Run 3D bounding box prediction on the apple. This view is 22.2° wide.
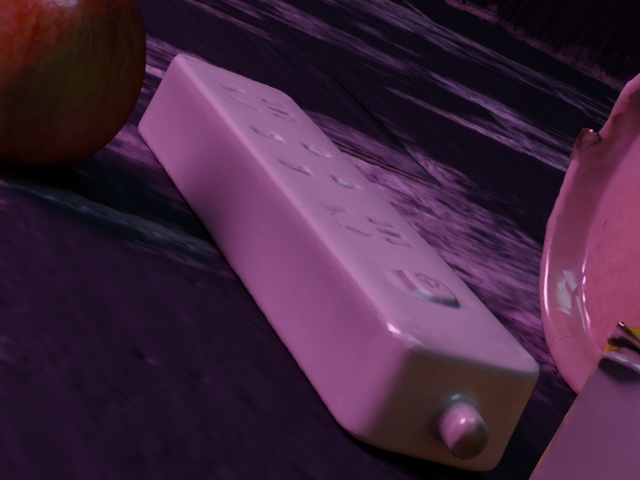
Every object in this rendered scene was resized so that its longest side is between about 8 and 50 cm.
[{"bbox_3d":[-0.145,-0.096,0.812,0.126,0.102,0.126,27,15,-8],"label":"apple"}]

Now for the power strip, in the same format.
[{"bbox_3d":[0.000,0.000,0.845,0.091,0.062,0.385,18,18,-29],"label":"power strip"}]

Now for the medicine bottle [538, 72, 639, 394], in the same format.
[{"bbox_3d":[0.362,0.052,1.011,0.406,0.236,0.236,20,17,-27],"label":"medicine bottle"}]

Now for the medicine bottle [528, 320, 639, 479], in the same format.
[{"bbox_3d":[0.176,0.127,0.602,0.137,0.141,0.250,34,14,32],"label":"medicine bottle"}]
